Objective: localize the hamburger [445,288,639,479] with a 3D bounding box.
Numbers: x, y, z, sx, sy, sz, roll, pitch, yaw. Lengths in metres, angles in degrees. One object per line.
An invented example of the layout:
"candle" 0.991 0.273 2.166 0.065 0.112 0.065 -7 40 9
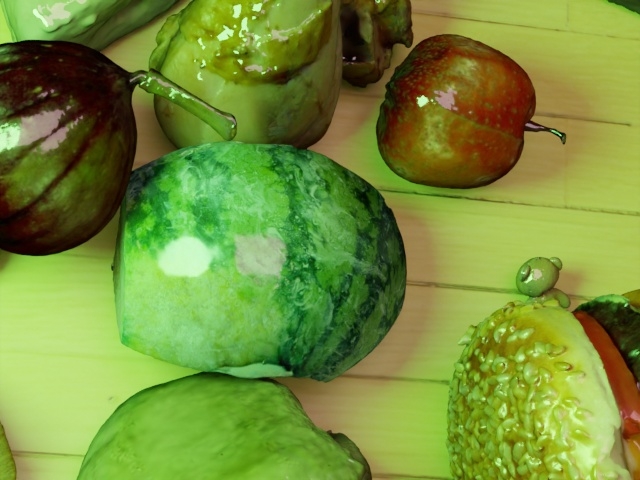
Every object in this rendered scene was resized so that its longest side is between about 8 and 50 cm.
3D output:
"hamburger" 0.261 0.205 1.616 0.250 0.330 0.330 -9 78 -20

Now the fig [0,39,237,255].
"fig" -0.234 -0.112 1.573 0.186 0.249 0.203 31 29 -45

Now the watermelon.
"watermelon" -0.042 0.022 1.672 0.305 0.180 0.224 4 86 -16

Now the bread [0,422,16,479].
"bread" -0.366 0.194 1.616 0.140 0.169 0.160 -19 122 -16

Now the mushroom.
"mushroom" -0.093 0.213 1.585 0.292 0.217 0.212 -16 79 -16

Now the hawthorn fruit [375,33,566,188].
"hawthorn fruit" 0.155 -0.123 1.761 0.194 0.157 0.157 11 74 -7

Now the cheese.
"cheese" -0.225 -0.318 1.718 0.248 0.173 0.251 -24 77 -16

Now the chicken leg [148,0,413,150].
"chicken leg" -0.005 -0.264 1.711 0.295 0.182 0.409 -1 118 -40

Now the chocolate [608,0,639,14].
"chocolate" 0.260 -0.359 1.873 0.321 0.112 0.112 23 64 -6

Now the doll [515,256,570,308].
"doll" 0.231 0.063 1.785 0.061 0.051 0.093 -25 84 -24
